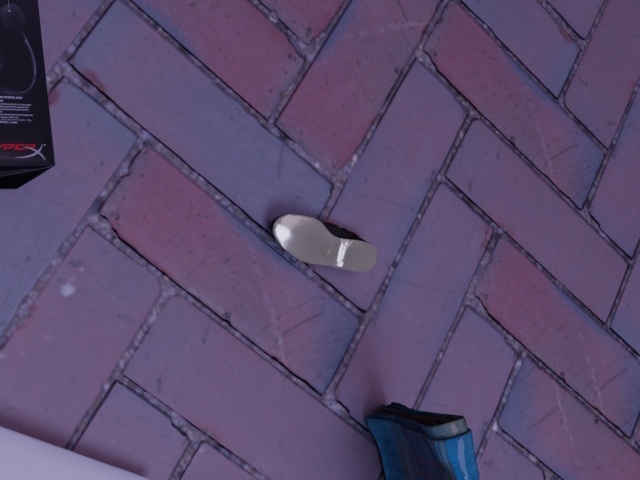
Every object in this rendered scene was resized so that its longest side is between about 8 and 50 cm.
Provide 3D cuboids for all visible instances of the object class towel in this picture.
[{"bbox_3d":[0.123,0.354,1.107,0.040,0.271,0.370,-8,86,-13],"label":"towel"}]

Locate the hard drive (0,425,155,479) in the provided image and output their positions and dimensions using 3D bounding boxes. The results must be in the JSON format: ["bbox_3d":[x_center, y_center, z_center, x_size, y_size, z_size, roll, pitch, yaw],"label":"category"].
[{"bbox_3d":[-0.305,0.265,0.915,0.353,0.047,0.233,29,54,-33],"label":"hard drive"}]

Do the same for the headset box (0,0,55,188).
[{"bbox_3d":[-0.368,-0.195,0.972,0.218,0.110,0.293,-4,83,-35],"label":"headset box"}]

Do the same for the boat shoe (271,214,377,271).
[{"bbox_3d":[-0.001,0.002,1.225,0.133,0.042,0.049,18,96,-29],"label":"boat shoe"}]
